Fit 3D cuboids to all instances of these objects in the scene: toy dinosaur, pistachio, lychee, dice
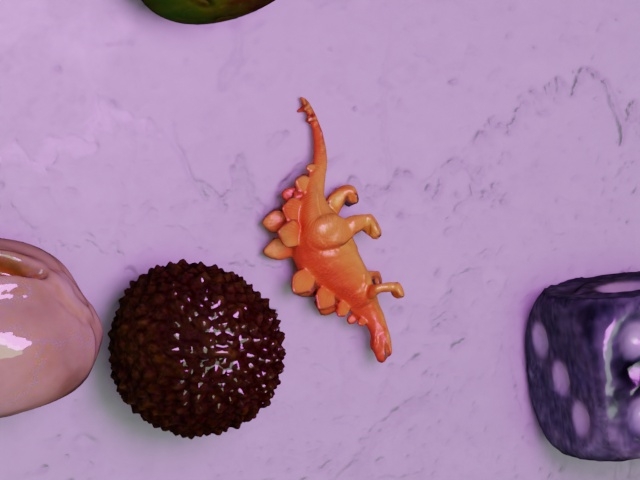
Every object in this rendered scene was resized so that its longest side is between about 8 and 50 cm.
[{"bbox_3d":[0.000,0.000,1.991,0.117,0.070,0.288,-24,97,-16],"label":"toy dinosaur"},{"bbox_3d":[-0.354,0.092,1.818,0.299,0.187,0.188,-5,96,-13],"label":"pistachio"},{"bbox_3d":[-0.118,0.109,1.901,0.188,0.188,0.188,-2,95,-20],"label":"lychee"},{"bbox_3d":[0.334,0.133,2.057,0.181,0.182,0.183,-8,95,-18],"label":"dice"}]

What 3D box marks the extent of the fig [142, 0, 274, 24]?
[{"bbox_3d":[-0.106,-0.301,1.875,0.181,0.181,0.191,40,105,-18],"label":"fig"}]
